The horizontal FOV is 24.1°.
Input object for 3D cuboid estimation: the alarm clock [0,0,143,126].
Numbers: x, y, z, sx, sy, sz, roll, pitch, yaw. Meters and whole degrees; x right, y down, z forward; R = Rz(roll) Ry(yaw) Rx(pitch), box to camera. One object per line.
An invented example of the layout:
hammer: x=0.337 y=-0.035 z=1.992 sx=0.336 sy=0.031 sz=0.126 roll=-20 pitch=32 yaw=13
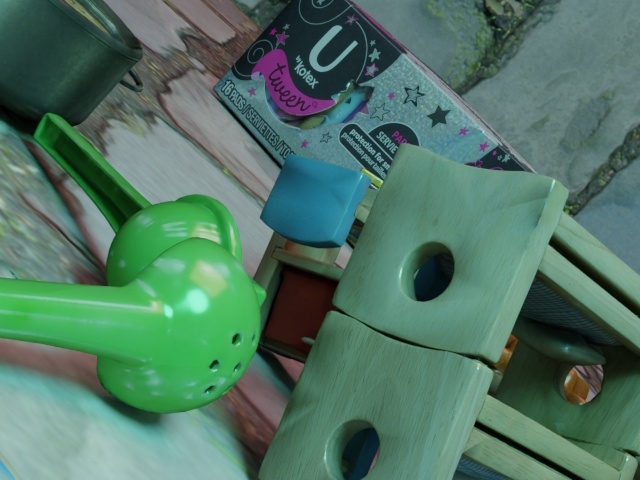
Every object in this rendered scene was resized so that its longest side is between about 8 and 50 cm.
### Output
alarm clock: x=-0.137 y=-0.102 z=0.684 sx=0.129 sy=0.064 sz=0.192 roll=46 pitch=11 yaw=26

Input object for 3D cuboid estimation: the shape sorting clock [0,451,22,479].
shape sorting clock: x=-0.092 y=0.038 z=0.220 sx=0.206 sy=0.040 sz=0.206 roll=41 pitch=8 yaw=-7

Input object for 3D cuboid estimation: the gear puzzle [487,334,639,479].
gear puzzle: x=0.146 y=0.094 z=0.676 sx=0.175 sy=0.044 sz=0.339 roll=41 pitch=-11 yaw=-36

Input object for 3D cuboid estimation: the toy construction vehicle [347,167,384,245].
toy construction vehicle: x=0.000 y=0.000 z=0.737 sx=0.035 sy=0.086 sz=0.098 roll=37 pitch=8 yaw=4

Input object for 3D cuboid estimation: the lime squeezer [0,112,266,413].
lime squeezer: x=-0.072 y=0.011 z=0.496 sx=0.110 sy=0.058 sz=0.310 roll=11 pitch=12 yaw=-3

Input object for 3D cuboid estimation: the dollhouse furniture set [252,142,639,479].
dollhouse furniture set: x=0.017 y=0.041 z=0.565 sx=0.184 sy=0.129 sz=0.129 roll=17 pitch=-10 yaw=40

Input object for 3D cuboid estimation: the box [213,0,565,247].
box: x=0.056 y=-0.082 z=1.256 sx=0.247 sy=0.142 sz=0.163 roll=48 pitch=9 yaw=38
